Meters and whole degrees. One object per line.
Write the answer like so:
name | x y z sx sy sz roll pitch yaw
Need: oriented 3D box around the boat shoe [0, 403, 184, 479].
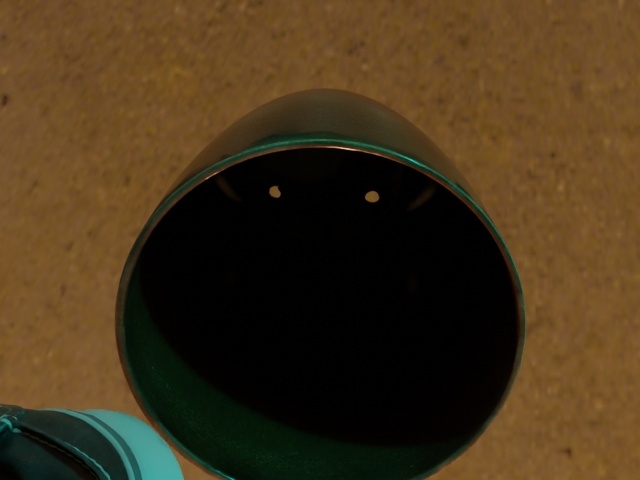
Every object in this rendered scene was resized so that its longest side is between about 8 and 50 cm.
boat shoe | -0.145 0.094 0.707 0.076 0.228 0.080 10 91 -41

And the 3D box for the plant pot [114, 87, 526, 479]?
plant pot | 0.000 0.000 1.026 0.215 0.230 0.215 0 115 0
